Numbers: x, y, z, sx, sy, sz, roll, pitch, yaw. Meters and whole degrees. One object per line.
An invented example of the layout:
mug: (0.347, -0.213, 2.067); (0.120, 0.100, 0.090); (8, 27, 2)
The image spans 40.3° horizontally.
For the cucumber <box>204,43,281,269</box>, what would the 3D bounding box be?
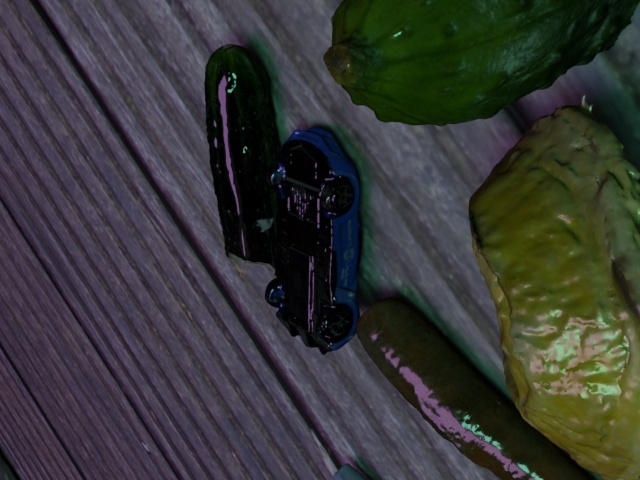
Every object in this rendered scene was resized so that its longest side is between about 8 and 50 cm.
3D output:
cucumber: (-0.073, -0.075, 0.854); (0.074, 0.074, 0.241); (20, 128, 42)

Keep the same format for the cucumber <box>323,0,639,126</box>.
cucumber: (0.081, -0.128, 0.482); (0.134, 0.244, 0.134); (24, 130, 32)

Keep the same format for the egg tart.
egg tart: (0.150, 0.040, 0.552); (0.232, 0.098, 0.252); (-90, -11, -85)

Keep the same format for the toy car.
toy car: (0.000, 0.000, 0.823); (0.103, 0.063, 0.216); (25, 119, 48)

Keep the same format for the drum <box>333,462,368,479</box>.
drum: (0.116, 0.341, 0.942); (0.253, 0.049, 0.130); (54, 145, 8)

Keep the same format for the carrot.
carrot: (0.160, 0.178, 0.760); (0.342, 0.070, 0.070); (43, 142, 19)
